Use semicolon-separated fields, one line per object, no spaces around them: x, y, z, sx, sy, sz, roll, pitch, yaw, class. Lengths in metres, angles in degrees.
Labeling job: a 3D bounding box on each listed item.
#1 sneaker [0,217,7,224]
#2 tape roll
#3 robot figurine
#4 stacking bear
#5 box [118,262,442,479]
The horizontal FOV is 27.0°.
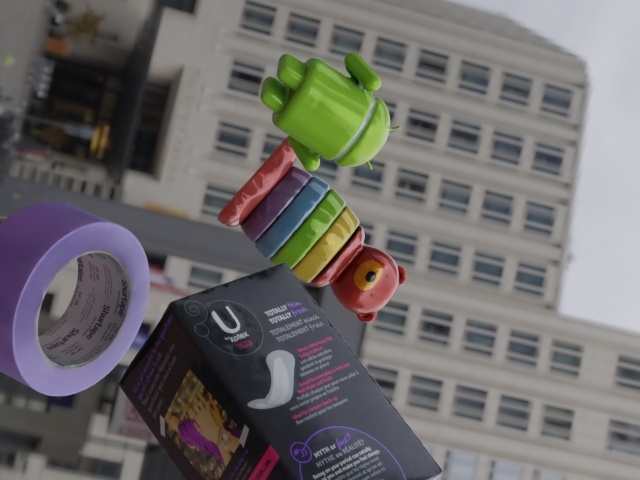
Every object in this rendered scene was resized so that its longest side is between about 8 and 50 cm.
-0.390;0.064;1.484;0.188;0.066;0.071;-61;-149;6;sneaker
-0.270;0.059;1.376;0.189;0.080;0.189;-33;133;-44;tape roll
0.007;-0.105;1.096;0.101;0.115;0.067;-53;-165;22;robot figurine
0.000;0.000;2.076;0.175;0.289;0.164;-49;-177;-14;stacking bear
-0.042;0.181;1.303;0.270;0.165;0.143;53;-48;19;box
